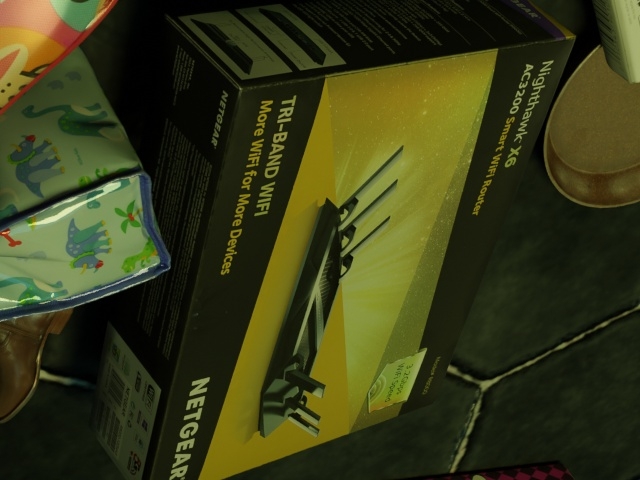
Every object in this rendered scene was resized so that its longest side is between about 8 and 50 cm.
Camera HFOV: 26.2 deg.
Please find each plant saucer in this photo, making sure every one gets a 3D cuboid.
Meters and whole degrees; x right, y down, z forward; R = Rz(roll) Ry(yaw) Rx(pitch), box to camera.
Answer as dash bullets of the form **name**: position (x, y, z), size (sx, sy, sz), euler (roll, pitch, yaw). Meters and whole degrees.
- **plant saucer**: position (0.222, -0.097, 0.950), size (0.168, 0.029, 0.168), euler (-15, 133, -16)

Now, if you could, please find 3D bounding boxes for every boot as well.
- **boot**: position (-0.220, 0.058, 0.837), size (0.114, 0.037, 0.106), euler (17, 106, -42)

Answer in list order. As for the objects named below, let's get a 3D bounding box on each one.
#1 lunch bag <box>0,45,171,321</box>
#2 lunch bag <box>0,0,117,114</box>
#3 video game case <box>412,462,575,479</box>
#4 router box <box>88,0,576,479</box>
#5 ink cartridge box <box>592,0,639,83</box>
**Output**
- **lunch bag**: position (-0.173, -0.026, 0.720), size (0.151, 0.129, 0.096), euler (-22, 138, -11)
- **lunch bag**: position (-0.252, -0.126, 0.593), size (0.293, 0.120, 0.258), euler (-41, 135, 11)
- **video game case**: position (0.094, 0.291, 1.220), size (0.232, 0.042, 0.210), euler (-2, 129, -28)
- **router box**: position (0.000, 0.000, 0.843), size (0.243, 0.081, 0.309), euler (-15, 136, -35)
- **ink cartridge box**: position (0.245, -0.225, 0.816), size (0.208, 0.045, 0.206), euler (-29, 130, -5)
